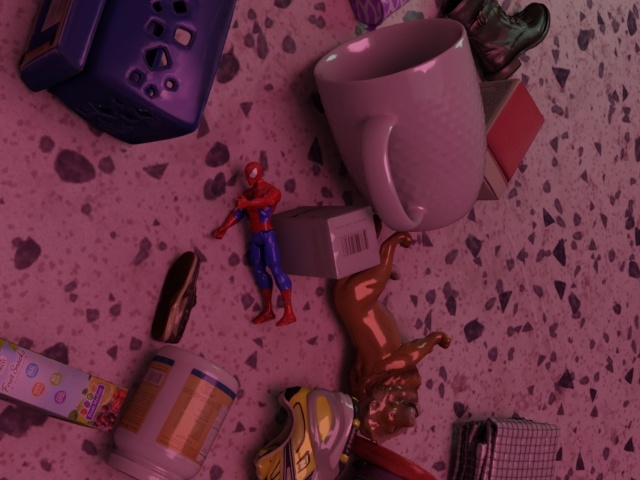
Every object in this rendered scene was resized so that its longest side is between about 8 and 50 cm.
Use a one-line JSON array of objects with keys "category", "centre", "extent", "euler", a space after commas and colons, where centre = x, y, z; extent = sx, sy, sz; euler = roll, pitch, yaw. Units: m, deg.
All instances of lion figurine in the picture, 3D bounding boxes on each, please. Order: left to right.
[{"category": "lion figurine", "centre": [0.105, 0.167, 1.662], "extent": [0.240, 0.142, 0.392], "euler": [-26, 92, -29]}]

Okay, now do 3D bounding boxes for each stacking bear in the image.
[{"category": "stacking bear", "centre": [0.086, 0.540, 1.631], "extent": [0.175, 0.164, 0.289], "euler": [42, 70, -33]}]

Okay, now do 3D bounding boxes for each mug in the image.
[{"category": "mug", "centre": [0.151, -0.169, 1.557], "extent": [0.374, 0.276, 0.328], "euler": [-63, 140, -53]}]

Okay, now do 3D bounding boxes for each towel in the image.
[{"category": "towel", "centre": [0.388, 0.520, 1.909], "extent": [0.235, 0.121, 0.284], "euler": [10, 86, -39]}]

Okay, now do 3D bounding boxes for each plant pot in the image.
[{"category": "plant pot", "centre": [-0.281, -0.286, 1.245], "extent": [0.212, 0.236, 0.236], "euler": [23, 77, -33]}]

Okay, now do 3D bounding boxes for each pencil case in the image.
[{"category": "pencil case", "centre": [0.148, -0.488, 1.701], "extent": [0.206, 0.086, 0.088], "euler": [-38, 138, -32]}]

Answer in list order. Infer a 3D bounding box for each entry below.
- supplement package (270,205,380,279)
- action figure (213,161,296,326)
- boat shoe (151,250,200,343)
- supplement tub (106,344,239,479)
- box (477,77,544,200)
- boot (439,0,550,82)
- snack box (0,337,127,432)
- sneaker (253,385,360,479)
[{"category": "supplement package", "centre": [0.000, 0.000, 1.519], "extent": [0.105, 0.179, 0.105], "euler": [-19, 103, -39]}, {"category": "action figure", "centre": [-0.119, 0.010, 1.474], "extent": [0.139, 0.091, 0.280], "euler": [-13, 100, -49]}, {"category": "boat shoe", "centre": [-0.225, 0.093, 1.417], "extent": [0.049, 0.056, 0.152], "euler": [26, 84, -43]}, {"category": "supplement tub", "centre": [-0.228, 0.278, 1.356], "extent": [0.144, 0.144, 0.200], "euler": [40, 67, -34]}, {"category": "box", "centre": [0.334, -0.207, 1.819], "extent": [0.127, 0.148, 0.232], "euler": [49, 62, -31]}, {"category": "boot", "centre": [0.378, -0.490, 1.888], "extent": [0.229, 0.091, 0.263], "euler": [50, 63, -30]}, {"category": "snack box", "centre": [-0.397, 0.189, 1.189], "extent": [0.207, 0.174, 0.070], "euler": [33, 67, -35]}, {"category": "sneaker", "centre": [-0.060, 0.437, 1.536], "extent": [0.147, 0.145, 0.385], "euler": [22, 78, -7]}]
